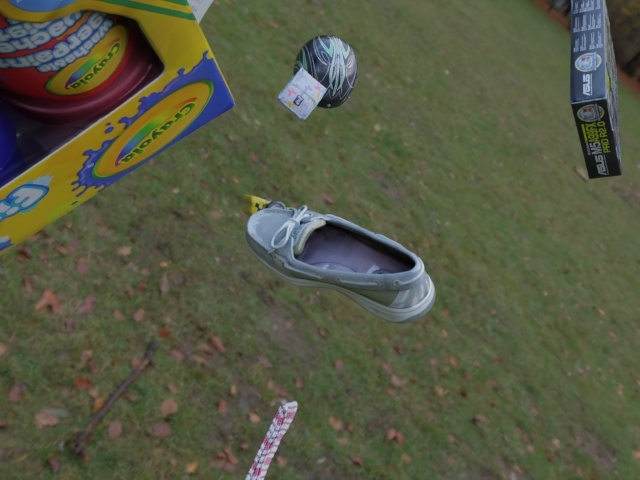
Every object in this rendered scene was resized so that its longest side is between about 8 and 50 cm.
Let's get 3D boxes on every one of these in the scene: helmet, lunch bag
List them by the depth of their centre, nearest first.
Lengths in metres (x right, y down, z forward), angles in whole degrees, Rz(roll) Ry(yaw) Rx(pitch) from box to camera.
[{"bbox_3d":[-0.038,-0.285,1.502,0.071,0.053,0.083,40,63,-12],"label":"lunch bag"},{"bbox_3d":[0.014,-0.407,1.836,0.169,0.169,0.161,29,7,-25],"label":"helmet"}]

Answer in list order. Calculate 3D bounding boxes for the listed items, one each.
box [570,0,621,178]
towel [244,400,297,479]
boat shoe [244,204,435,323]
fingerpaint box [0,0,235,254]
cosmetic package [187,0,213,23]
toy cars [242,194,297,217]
[{"bbox_3d":[0.500,-0.282,1.383,0.216,0.060,0.269,51,41,-48],"label":"box"},{"bbox_3d":[-0.096,0.410,1.501,0.029,0.197,0.144,25,-4,8],"label":"towel"},{"bbox_3d":[0.017,0.014,1.097,0.321,0.118,0.103,26,-28,32],"label":"boat shoe"},{"bbox_3d":[-0.307,-0.094,0.495,0.163,0.445,0.371,56,-4,12],"label":"fingerpaint box"},{"bbox_3d":[-0.382,-0.352,0.890,0.394,0.327,0.329,42,21,14],"label":"cosmetic package"},{"bbox_3d":[0.000,0.000,1.420,0.177,0.087,0.394,20,1,32],"label":"toy cars"}]
